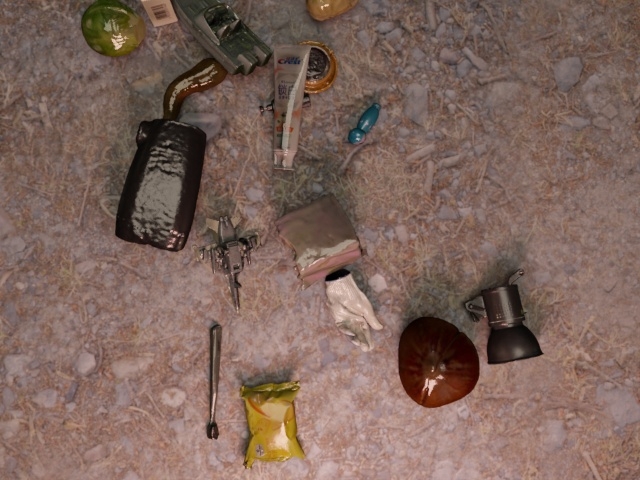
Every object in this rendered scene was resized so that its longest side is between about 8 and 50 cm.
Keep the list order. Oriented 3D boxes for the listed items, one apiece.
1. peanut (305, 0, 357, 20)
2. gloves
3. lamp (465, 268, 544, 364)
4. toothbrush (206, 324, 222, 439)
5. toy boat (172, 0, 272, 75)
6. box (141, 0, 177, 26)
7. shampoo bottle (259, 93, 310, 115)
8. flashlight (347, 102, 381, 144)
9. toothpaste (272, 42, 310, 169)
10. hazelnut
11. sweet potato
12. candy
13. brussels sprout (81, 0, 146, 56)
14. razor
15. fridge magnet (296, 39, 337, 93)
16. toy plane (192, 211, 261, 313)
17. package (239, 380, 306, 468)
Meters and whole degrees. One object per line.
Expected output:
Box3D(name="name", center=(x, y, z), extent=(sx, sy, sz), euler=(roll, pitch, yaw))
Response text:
Box3D(name="peanut", center=(0.068, -0.710, 1.575), extent=(0.130, 0.130, 0.290), euler=(30, 87, -3))
Box3D(name="gloves", center=(0.085, 0.185, 1.554), extent=(0.119, 0.097, 0.229), euler=(-21, 89, 10))
Box3D(name="lamp", center=(0.483, 0.205, 1.582), extent=(0.172, 0.147, 0.227), euler=(-15, 80, 17))
Box3D(name="toothbrush", center=(-0.275, 0.369, 1.548), extent=(0.030, 0.030, 0.297), euler=(3, 85, -31))
Box3D(name="toy boat", center=(-0.272, -0.563, 1.540), extent=(0.319, 0.092, 0.141), euler=(44, 50, 0))
Box3D(name="box", center=(-0.443, -0.700, 1.507), extent=(0.069, 0.164, 0.256), euler=(-17, 89, -5))
Box3D(name="shampoo bottle", center=(-0.096, -0.365, 1.594), extent=(0.137, 0.027, 0.048), euler=(-12, 89, -5))
Box3D(name="flashlight", center=(0.120, -0.316, 1.602), extent=(0.051, 0.051, 0.129), euler=(31, 83, -3))
Box3D(name="toothpaste", center=(-0.084, -0.348, 1.553), extent=(0.100, 0.066, 0.323), euler=(5, 96, 11))
Box3D(name="hazelnut", center=(0.290, 0.305, 1.512), extent=(0.229, 0.229, 0.229), euler=(0, 88, -5))
Box3D(name="sweet potato", center=(-0.342, -0.402, 1.559), extent=(0.233, 0.062, 0.081), euler=(-41, 92, -3))
Box3D(name="candy", center=(0.000, 0.000, 1.515), extent=(0.195, 0.137, 0.185), euler=(-25, 71, -5))
Box3D(name="brussels sprout", center=(-0.531, -0.542, 1.517), extent=(0.155, 0.117, 0.155), euler=(0, 84, 4))
Box3D(name="razor", center=(-0.403, -0.143, 1.517), extent=(0.189, 0.107, 0.327), euler=(12, 86, -6))
Box3D(name="fridge magnet", center=(-0.023, -0.465, 1.587), extent=(0.143, 0.063, 0.143), euler=(0, 88, -8))
Box3D(name="toy plane", center=(-0.227, 0.062, 1.537), extent=(0.192, 0.088, 0.262), euler=(-15, 93, -33))
Box3D(name="package", center=(-0.126, 0.469, 1.525), extent=(0.168, 0.090, 0.226), euler=(-6, 91, -4))
